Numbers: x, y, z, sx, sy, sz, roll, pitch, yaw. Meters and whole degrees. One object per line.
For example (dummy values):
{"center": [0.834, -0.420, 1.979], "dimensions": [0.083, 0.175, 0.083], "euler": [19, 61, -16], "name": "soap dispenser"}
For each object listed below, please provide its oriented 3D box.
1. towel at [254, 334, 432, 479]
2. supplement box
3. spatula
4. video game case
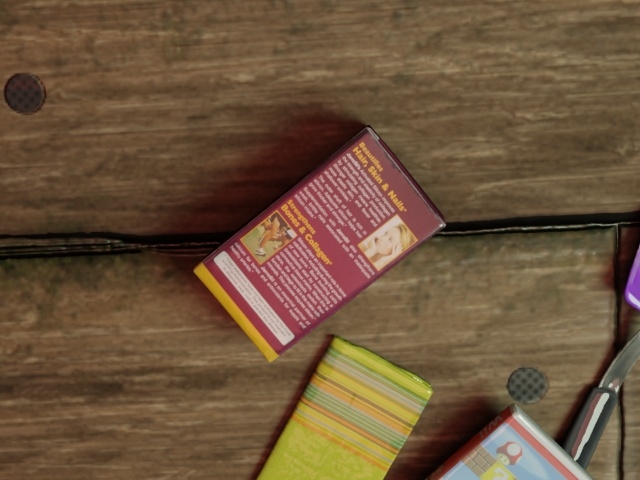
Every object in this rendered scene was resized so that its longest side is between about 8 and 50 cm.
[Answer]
{"center": [0.002, 0.208, 0.894], "dimensions": [0.102, 0.021, 0.237], "euler": [29, 100, 3], "name": "towel"}
{"center": [0.000, 0.000, 0.829], "dimensions": [0.188, 0.081, 0.104], "euler": [-39, 95, 8], "name": "supplement box"}
{"center": [0.265, 0.115, 0.860], "dimensions": [0.084, 0.030, 0.296], "euler": [23, 102, -7], "name": "spatula"}
{"center": [0.137, 0.306, 0.881], "dimensions": [0.204, 0.025, 0.285], "euler": [44, 102, -11], "name": "video game case"}
